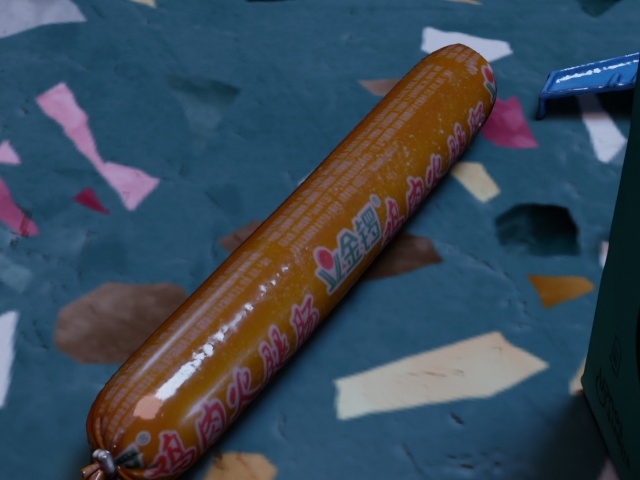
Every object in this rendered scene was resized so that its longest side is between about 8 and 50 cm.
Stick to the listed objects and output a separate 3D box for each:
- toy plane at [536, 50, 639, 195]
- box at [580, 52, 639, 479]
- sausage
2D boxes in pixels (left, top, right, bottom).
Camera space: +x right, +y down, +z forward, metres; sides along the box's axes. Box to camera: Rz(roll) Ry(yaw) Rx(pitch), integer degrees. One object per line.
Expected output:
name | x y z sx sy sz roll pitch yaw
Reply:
toy plane | 0.258 -0.095 0.736 0.254 0.105 0.271 11 49 23
box | 0.186 0.032 0.461 0.118 0.311 0.205 -9 50 -3
sausage | 0.000 0.000 0.641 0.053 0.053 0.348 28 50 18
